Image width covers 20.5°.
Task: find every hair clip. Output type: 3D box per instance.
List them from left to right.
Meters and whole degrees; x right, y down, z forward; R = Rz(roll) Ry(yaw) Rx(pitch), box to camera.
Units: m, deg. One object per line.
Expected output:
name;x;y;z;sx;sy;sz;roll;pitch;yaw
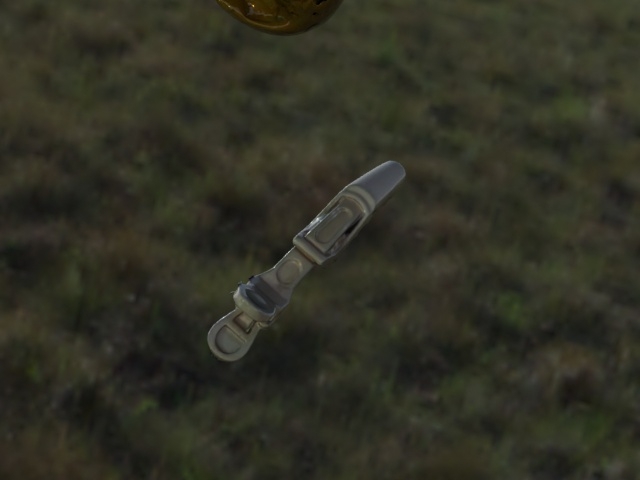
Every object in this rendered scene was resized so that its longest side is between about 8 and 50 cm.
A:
hair clip;0.000;0.000;1.307;0.034;0.072;0.226;41;59;6

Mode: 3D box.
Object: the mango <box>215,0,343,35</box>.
mango;-0.049;-0.228;1.019;0.130;0.262;0.167;-20;33;-1
